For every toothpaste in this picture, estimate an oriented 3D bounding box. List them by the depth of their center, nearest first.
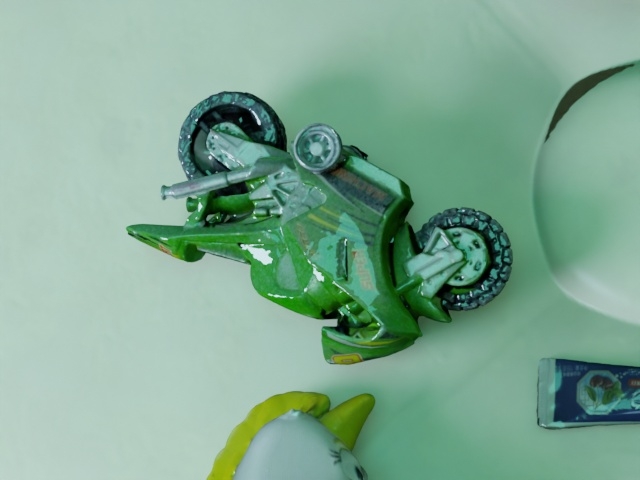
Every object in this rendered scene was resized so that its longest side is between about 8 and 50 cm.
[{"bbox_3d":[0.177,0.078,0.840,0.140,0.021,0.037,1,71,12],"label":"toothpaste"}]

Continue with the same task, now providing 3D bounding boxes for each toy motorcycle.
[{"bbox_3d":[0.000,0.000,0.868,0.190,0.074,0.106,28,90,15],"label":"toy motorcycle"}]

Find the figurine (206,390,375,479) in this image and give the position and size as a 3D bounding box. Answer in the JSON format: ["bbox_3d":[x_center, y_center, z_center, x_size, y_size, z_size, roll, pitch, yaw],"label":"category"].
[{"bbox_3d":[-0.016,0.151,0.820,0.129,0.109,0.178,24,76,38],"label":"figurine"}]
